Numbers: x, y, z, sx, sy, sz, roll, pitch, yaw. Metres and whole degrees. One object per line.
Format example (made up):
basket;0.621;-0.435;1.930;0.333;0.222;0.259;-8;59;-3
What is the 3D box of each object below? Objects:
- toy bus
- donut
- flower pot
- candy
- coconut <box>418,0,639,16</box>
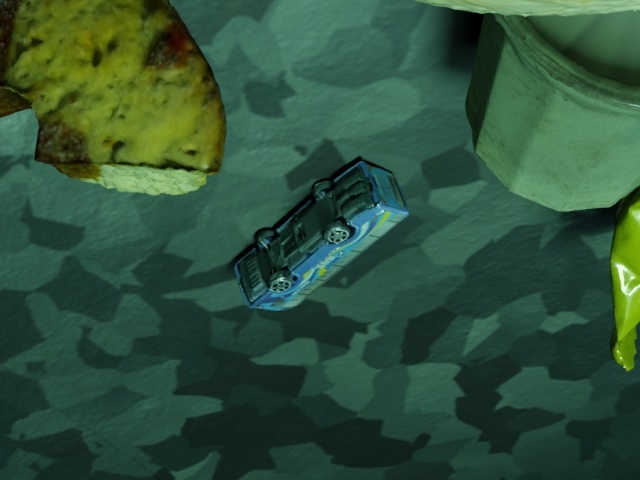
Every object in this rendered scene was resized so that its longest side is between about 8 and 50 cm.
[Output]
toy bus;0.000;0.000;1.300;0.061;0.051;0.153;15;135;-42
donut;-0.192;-0.105;1.031;0.295;0.151;0.112;5;161;5
flower pot;0.185;-0.132;1.085;0.212;0.212;0.202;-6;158;-10
candy;0.271;-0.049;1.234;0.081;0.187;0.297;20;139;9
coconut;0.107;-0.296;0.707;0.415;0.415;0.345;-17;134;4
